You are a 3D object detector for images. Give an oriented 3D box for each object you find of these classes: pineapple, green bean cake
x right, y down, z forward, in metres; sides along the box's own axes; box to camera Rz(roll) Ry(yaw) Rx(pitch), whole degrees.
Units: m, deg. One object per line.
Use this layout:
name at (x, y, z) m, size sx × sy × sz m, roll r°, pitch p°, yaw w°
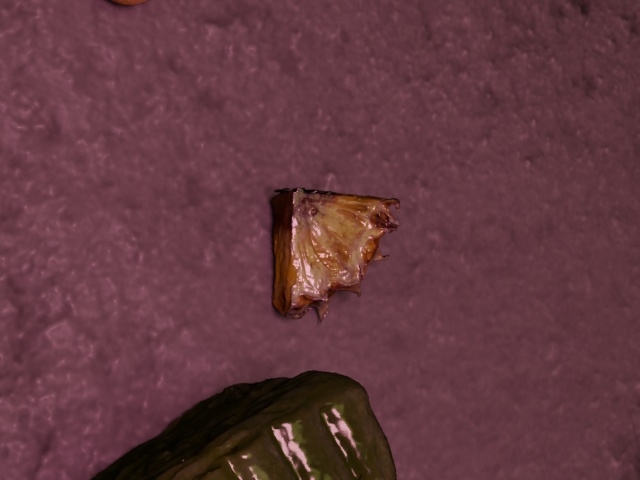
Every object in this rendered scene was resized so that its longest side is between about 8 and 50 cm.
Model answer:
pineapple at (0.000, 0.000, 1.114) m, size 0.116 × 0.069 × 0.137 m, roll 47°, pitch 64°, yaw -16°
green bean cake at (-0.074, 0.190, 0.935) m, size 0.222 × 0.248 × 0.125 m, roll -32°, pitch 98°, yaw -33°

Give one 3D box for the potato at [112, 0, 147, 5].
potato at (-0.154, -0.234, 1.074) m, size 0.068 × 0.062 × 0.083 m, roll 47°, pitch 40°, yaw -32°
